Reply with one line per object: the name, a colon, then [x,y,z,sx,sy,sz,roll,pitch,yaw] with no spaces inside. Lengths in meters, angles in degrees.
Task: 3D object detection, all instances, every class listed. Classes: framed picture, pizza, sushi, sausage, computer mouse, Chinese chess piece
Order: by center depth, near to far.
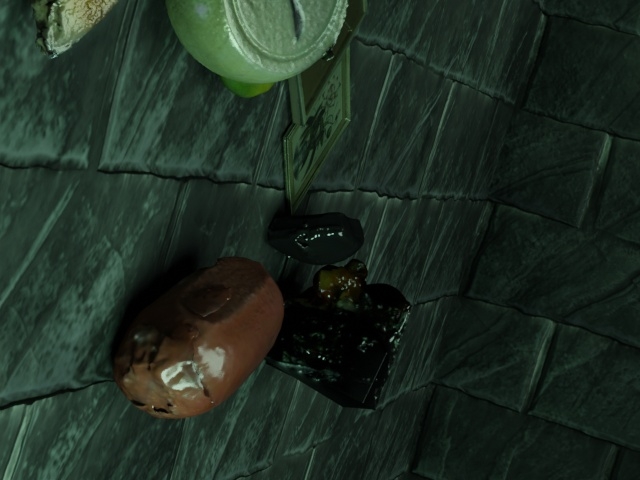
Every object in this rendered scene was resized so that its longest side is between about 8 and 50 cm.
pizza: [-0.209,-0.254,1.213,0.185,0.052,0.195,24,89,-47]
Chinese chess piece: [-0.063,-0.285,1.493,0.238,0.092,0.237,-14,109,-48]
sausage: [-0.145,0.119,1.686,0.280,0.152,0.152,-43,147,-58]
framed picture: [0.004,-0.355,1.889,0.335,0.022,0.247,83,29,-54]
framed picture: [-0.003,-0.171,2.080,0.173,0.010,0.231,88,26,-50]
computer mouse: [0.000,0.000,2.084,0.217,0.122,0.073,18,66,-73]
sushi: [0.040,0.142,2.142,0.212,0.215,0.227,-63,160,-5]

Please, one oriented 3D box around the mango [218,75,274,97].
mango: [-0.073,-0.263,1.625,0.122,0.086,0.191,-14,121,-64]
